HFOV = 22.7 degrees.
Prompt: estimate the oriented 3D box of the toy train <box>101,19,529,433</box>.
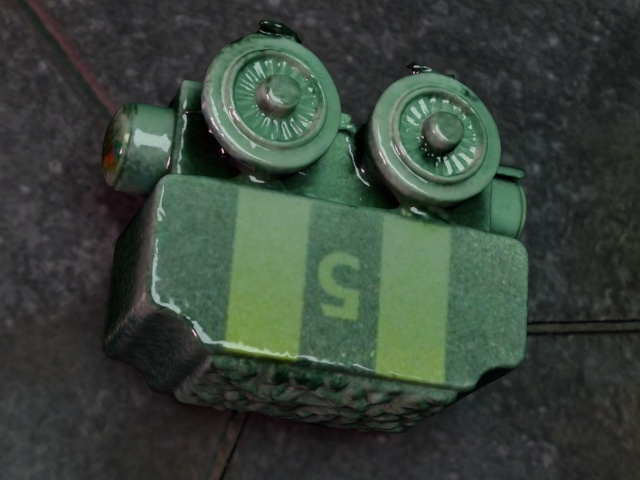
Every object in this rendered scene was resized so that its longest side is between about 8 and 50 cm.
[{"bbox_3d":[0.000,0.000,1.060,0.299,0.167,0.238,9,69,-16],"label":"toy train"}]
